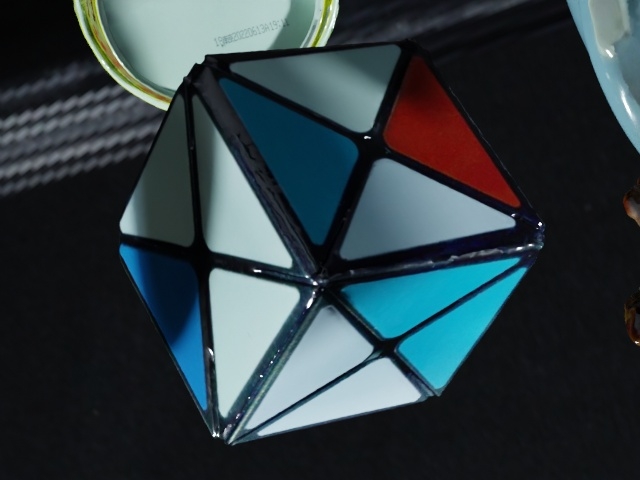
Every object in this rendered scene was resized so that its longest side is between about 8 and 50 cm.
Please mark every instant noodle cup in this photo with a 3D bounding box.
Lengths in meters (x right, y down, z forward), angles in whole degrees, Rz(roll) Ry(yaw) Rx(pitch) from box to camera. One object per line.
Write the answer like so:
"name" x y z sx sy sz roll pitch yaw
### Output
"instant noodle cup" -0.120 -0.270 1.857 0.311 0.311 0.221 -31 -169 1

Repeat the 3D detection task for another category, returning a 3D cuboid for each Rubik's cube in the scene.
"Rubik's cube" 0.000 0.000 1.514 0.248 0.246 0.250 -12 -123 -33

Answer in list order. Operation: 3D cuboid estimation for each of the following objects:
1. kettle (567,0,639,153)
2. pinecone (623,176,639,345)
"kettle" 0.287 -0.148 1.219 0.247 0.342 0.319 -21 -135 37
"pinecone" 0.266 0.065 0.829 0.246 0.292 0.246 -8 -143 6
